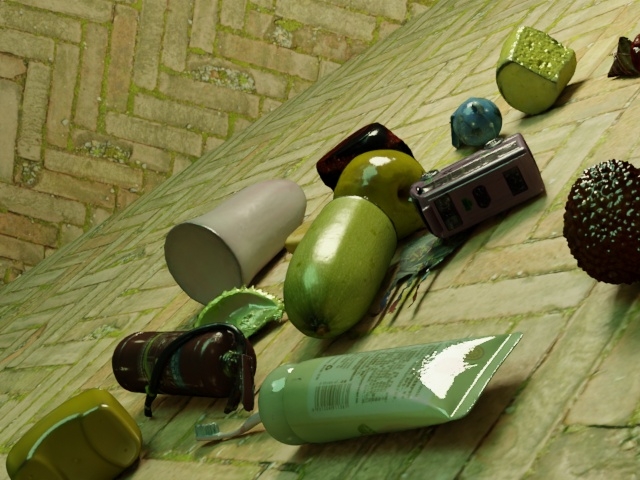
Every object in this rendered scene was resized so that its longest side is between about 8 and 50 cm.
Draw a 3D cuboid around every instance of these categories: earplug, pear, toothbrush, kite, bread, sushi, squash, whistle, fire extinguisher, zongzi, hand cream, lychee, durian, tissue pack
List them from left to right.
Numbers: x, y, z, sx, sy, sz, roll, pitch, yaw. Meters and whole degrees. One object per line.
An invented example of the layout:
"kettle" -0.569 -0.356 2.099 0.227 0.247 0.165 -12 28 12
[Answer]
"tissue pack" -0.343 0.292 1.529 0.178 0.123 0.127 -38 19 -11
"fire extinguisher" -0.188 0.189 1.575 0.105 0.141 0.341 6 -8 -35
"durian" -0.119 0.130 1.698 0.215 0.086 0.100 -38 49 1
"earplug" -0.125 -0.024 2.003 0.172 0.172 0.301 -20 15 43
"toothbrush" -0.068 0.221 1.355 0.269 0.027 0.021 -20 8 40
"bread" 0.000 0.000 1.833 0.115 0.056 0.082 -13 25 39
"squash" 0.018 0.045 1.507 0.132 0.132 0.247 -27 16 27
"sushi" 0.086 -0.125 1.921 0.136 0.126 0.225 -40 10 -15
"hand cream" 0.060 0.156 1.157 0.306 0.093 0.147 -18 17 43
"pear" 0.091 -0.067 1.673 0.149 0.149 0.162 -41 20 -23
"kite" 0.137 0.036 1.505 0.141 0.015 0.245 -25 14 37
"whistle" 0.264 -0.190 1.848 0.090 0.090 0.158 -37 -24 -8
"bread" 0.353 -0.279 1.831 0.114 0.129 0.111 -57 -11 -45
"lychee" 0.305 -0.017 1.114 0.123 0.123 0.129 -22 25 39
"zongzi" 0.475 -0.276 1.717 0.073 0.067 0.083 -39 -8 29

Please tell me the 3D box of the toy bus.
"toy bus" 0.215 -0.072 1.520 0.178 0.087 0.098 -26 18 12

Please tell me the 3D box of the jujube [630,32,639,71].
"jujube" 0.499 -0.267 1.575 0.077 0.077 0.129 -36 26 -7
